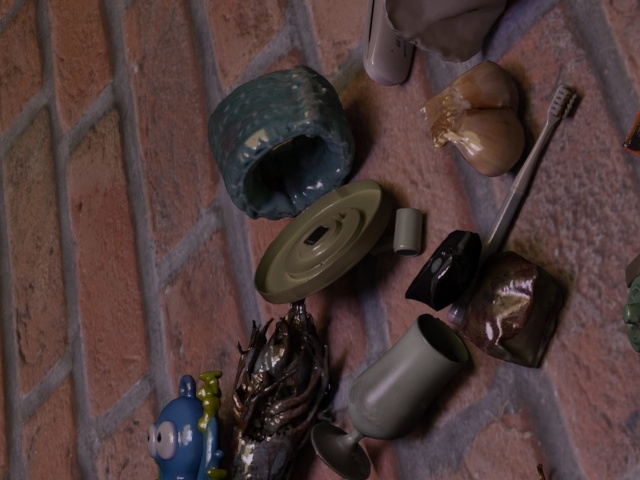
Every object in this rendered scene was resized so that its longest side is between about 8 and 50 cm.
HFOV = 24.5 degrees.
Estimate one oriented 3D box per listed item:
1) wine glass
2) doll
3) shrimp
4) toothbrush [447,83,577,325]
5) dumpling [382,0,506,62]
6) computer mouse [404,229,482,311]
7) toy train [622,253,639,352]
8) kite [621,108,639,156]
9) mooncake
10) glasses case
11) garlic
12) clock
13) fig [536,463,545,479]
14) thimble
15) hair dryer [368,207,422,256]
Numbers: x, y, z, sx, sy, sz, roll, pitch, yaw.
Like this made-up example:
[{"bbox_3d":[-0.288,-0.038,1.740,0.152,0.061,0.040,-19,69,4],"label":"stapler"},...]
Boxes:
[{"bbox_3d":[0.093,0.205,1.935,0.231,0.103,0.103,-50,40,22],"label":"wine glass"},{"bbox_3d":[-0.222,0.371,2.232,0.346,0.098,0.341,158,121,-69],"label":"doll"},{"bbox_3d":[-0.038,0.212,2.102,0.172,0.137,0.372,14,95,19],"label":"shrimp"},{"bbox_3d":[0.246,-0.043,1.898,0.342,0.025,0.030,-64,15,12],"label":"toothbrush"},{"bbox_3d":[0.191,-0.425,1.933,0.341,0.260,0.181,-54,45,32],"label":"dumpling"},{"bbox_3d":[0.163,0.042,1.863,0.106,0.062,0.192,-52,0,-10],"label":"computer mouse"},{"bbox_3d":[0.399,-0.003,1.498,0.304,0.150,0.221,111,159,-70],"label":"toy train"},{"bbox_3d":[0.467,-0.178,1.669,0.327,0.013,0.377,-34,51,42],"label":"kite"},{"bbox_3d":[0.230,0.081,1.827,0.125,0.073,0.130,29,97,56],"label":"mooncake"},{"bbox_3d":[0.104,-0.323,2.168,0.049,0.076,0.197,-11,66,50],"label":"glasses case"},{"bbox_3d":[0.212,-0.154,1.944,0.124,0.099,0.174,-30,55,20],"label":"garlic"},{"bbox_3d":[0.000,0.000,2.111,0.235,0.029,0.235,-33,23,16],"label":"clock"},{"bbox_3d":[0.258,0.302,1.717,0.050,0.050,0.083,-33,41,42],"label":"fig"},{"bbox_3d":[-0.055,-0.147,2.202,0.235,0.198,0.143,-55,40,33],"label":"thimble"},{"bbox_3d":[0.100,-0.002,2.078,0.124,0.038,0.063,-24,55,56],"label":"hair dryer"}]
